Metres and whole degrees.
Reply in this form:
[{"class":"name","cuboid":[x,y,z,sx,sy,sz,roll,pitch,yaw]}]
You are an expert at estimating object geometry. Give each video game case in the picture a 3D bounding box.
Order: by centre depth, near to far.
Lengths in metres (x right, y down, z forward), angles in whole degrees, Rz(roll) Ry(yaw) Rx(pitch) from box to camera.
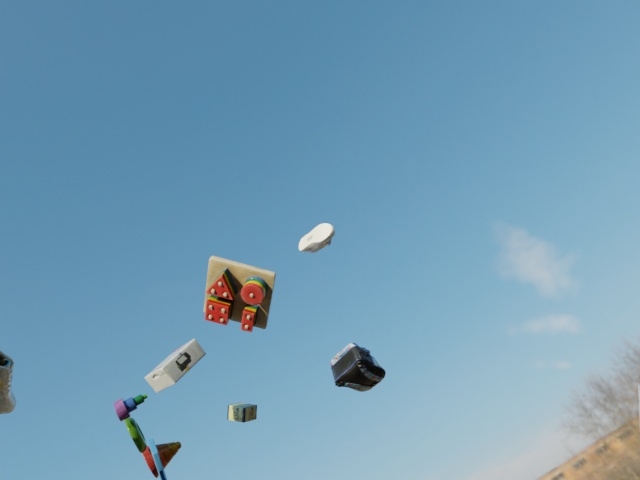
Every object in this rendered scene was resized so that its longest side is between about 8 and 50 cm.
[{"class":"video game case","cuboid":[-0.358,0.547,1.334,0.015,0.166,0.119,-19,2,-22]}]

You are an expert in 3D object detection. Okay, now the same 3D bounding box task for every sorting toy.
[{"class":"sorting toy","cuboid":[-0.566,0.640,1.953,0.126,0.127,0.366,-27,-54,-19]},{"class":"sorting toy","cuboid":[-0.317,0.216,2.195,0.257,0.089,0.256,15,-61,5]}]

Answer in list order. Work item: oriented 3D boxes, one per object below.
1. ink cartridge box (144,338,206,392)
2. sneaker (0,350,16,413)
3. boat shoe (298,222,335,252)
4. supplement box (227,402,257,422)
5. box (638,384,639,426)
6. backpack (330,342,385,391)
[{"class":"ink cartridge box","cuboid":[-0.501,0.433,2.012,0.127,0.072,0.175,-31,8,38]},{"class":"sneaker","cuboid":[-0.870,0.371,1.568,0.092,0.087,0.229,-17,-62,-8]},{"class":"boat shoe","cuboid":[0.000,0.000,1.910,0.063,0.066,0.184,18,-35,-30]},{"class":"supplement box","cuboid":[-0.303,0.666,2.258,0.083,0.056,0.083,-1,-6,31]},{"class":"box","cuboid":[0.736,0.407,1.138,0.163,0.247,0.142,13,-25,-3]},{"class":"backpack","cuboid":[0.145,0.473,2.137,0.173,0.117,0.158,28,-65,-32]}]
